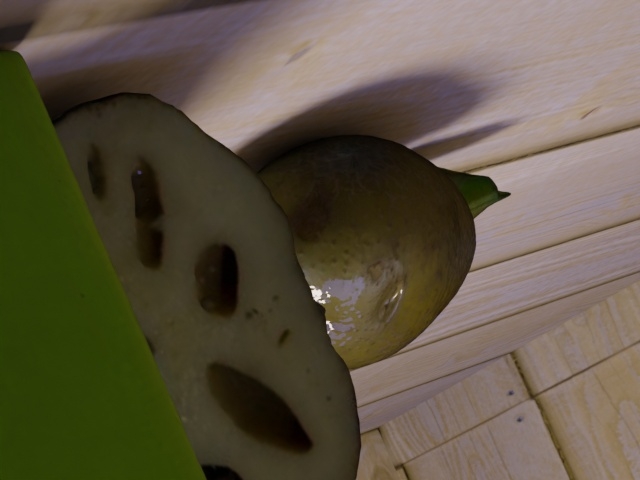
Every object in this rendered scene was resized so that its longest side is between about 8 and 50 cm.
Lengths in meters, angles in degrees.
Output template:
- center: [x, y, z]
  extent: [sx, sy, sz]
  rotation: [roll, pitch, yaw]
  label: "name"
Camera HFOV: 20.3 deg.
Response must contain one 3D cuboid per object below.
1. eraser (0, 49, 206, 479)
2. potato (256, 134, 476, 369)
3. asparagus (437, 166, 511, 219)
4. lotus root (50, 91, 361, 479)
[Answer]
- center: [-0.181, 0.062, 0.793]
  extent: [0.210, 0.274, 0.092]
  rotation: [-14, 167, -41]
  label: "eraser"
- center: [0.026, 0.006, 1.284]
  extent: [0.174, 0.159, 0.251]
  rotation: [-32, 172, 30]
  label: "potato"
- center: [0.000, 0.001, 1.411]
  extent: [0.343, 0.085, 0.082]
  rotation: [-25, 159, -22]
  label: "asparagus"
- center: [-0.117, 0.068, 1.032]
  extent: [0.149, 0.267, 0.260]
  rotation: [-29, -177, -34]
  label: "lotus root"
